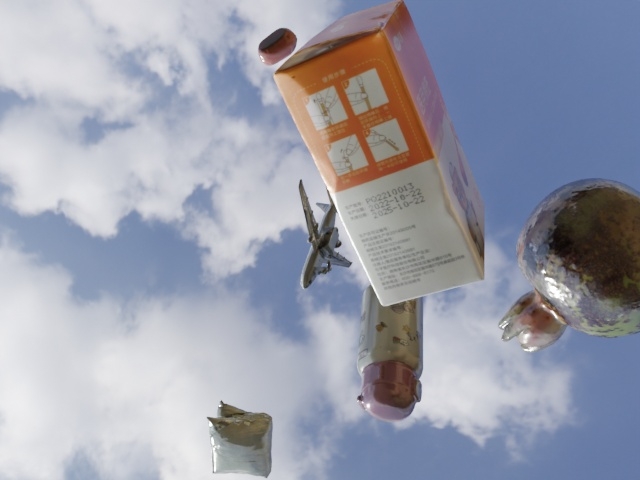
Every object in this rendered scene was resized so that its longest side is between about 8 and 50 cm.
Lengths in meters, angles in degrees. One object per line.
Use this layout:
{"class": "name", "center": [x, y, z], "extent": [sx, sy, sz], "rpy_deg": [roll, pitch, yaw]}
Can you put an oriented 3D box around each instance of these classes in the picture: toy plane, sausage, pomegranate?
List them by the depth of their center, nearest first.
{"class": "pomegranate", "center": [0.431, 0.063, 1.071], "extent": [0.285, 0.340, 0.285], "rpy_deg": [31, -154, -17]}
{"class": "toy plane", "center": [0.003, -0.002, 1.152], "extent": [0.226, 0.058, 0.226], "rpy_deg": [57, -152, -37]}
{"class": "sausage", "center": [-0.094, -0.424, 1.386], "extent": [0.094, 0.054, 0.059], "rpy_deg": [-33, -130, 8]}

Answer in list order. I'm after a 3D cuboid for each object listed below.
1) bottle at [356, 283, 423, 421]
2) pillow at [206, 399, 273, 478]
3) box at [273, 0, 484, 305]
{"class": "bottle", "center": [0.114, 0.180, 1.033], "extent": [0.110, 0.110, 0.233], "rpy_deg": [19, -135, -11]}
{"class": "pillow", "center": [-0.168, 0.434, 1.346], "extent": [0.134, 0.181, 0.077], "rpy_deg": [6, -150, 4]}
{"class": "box", "center": [0.094, -0.121, 0.830], "extent": [0.341, 0.144, 0.225], "rpy_deg": [62, -156, -20]}
